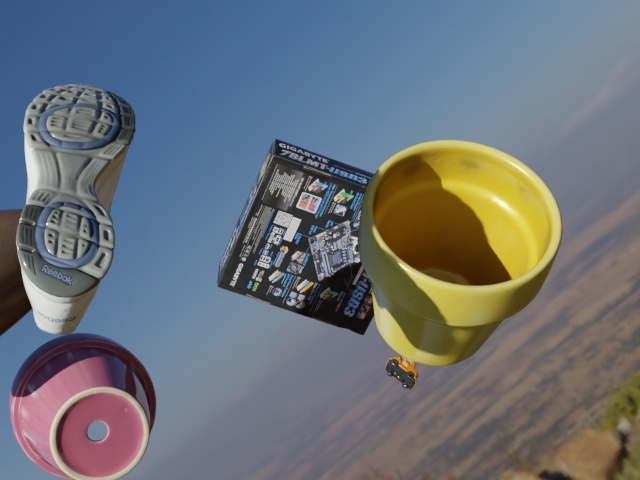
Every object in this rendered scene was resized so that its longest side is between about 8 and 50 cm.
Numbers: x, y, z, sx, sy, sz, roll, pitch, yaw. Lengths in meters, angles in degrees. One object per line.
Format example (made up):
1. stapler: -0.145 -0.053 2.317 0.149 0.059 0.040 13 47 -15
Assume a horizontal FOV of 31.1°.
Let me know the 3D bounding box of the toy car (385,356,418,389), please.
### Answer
1. toy car: 0.133 0.172 1.789 0.040 0.060 0.122 -37 -41 -38

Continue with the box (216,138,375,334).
1. box: 0.000 0.000 2.048 0.073 0.293 0.295 -93 24 -58

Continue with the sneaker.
1. sneaker: -0.255 -0.039 1.151 0.129 0.111 0.297 115 163 -47

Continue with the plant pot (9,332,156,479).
1. plant pot: -0.310 0.239 1.550 0.201 0.201 0.180 -39 18 -11

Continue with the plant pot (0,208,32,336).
1. plant pot: -0.461 0.051 1.480 0.230 0.215 0.215 -27 -9 -25

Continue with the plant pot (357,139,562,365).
1. plant pot: 0.168 0.037 1.528 0.254 0.254 0.239 -37 -27 -31
